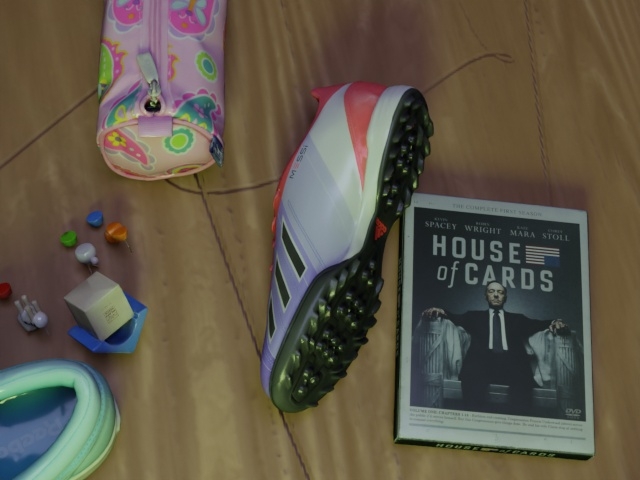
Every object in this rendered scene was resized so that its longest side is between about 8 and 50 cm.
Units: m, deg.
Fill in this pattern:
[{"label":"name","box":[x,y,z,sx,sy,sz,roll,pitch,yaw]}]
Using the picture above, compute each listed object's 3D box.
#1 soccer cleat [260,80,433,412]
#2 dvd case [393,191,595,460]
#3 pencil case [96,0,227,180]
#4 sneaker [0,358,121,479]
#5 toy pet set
[{"label":"soccer cleat","box":[0.000,0.000,1.145,0.116,0.108,0.318,11,71,28]},{"label":"dvd case","box":[0.158,0.075,1.161,0.179,0.029,0.238,6,67,-6]},{"label":"pencil case","box":[-0.147,-0.197,1.185,0.124,0.124,0.284,2,66,-7]},{"label":"sneaker","box":[-0.325,0.193,0.978,0.366,0.150,0.135,-35,75,-19]},{"label":"toy pet set","box":[-0.201,0.049,1.119,0.122,0.065,0.114,-40,43,-24]}]
